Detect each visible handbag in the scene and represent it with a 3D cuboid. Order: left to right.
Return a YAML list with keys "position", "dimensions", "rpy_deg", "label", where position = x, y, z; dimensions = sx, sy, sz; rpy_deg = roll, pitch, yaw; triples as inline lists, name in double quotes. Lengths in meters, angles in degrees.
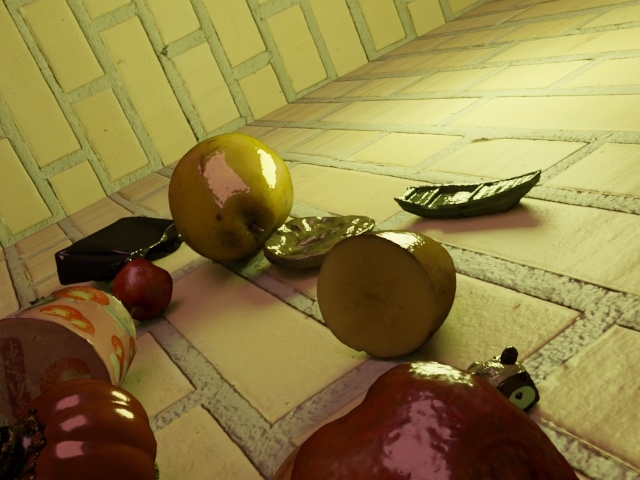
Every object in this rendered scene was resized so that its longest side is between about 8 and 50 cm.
- position: [-0.497, 0.024, 1.886]
  dimensions: [0.257, 0.114, 0.285]
  rpy_deg: [-5, 19, 30]
  label: "handbag"

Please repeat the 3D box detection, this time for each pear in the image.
- position: [-0.189, -0.077, 1.604]
  dimensions: [0.284, 0.285, 0.336]
  rpy_deg: [-21, 50, 9]
  label: "pear"

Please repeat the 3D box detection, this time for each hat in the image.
- position: [0.194, 0.158, 0.826]
  dimensions: [0.077, 0.059, 0.076]
  rpy_deg: [-27, 14, 6]
  label: "hat"

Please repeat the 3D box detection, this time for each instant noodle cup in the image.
- position: [-0.416, 0.199, 1.189]
  dimensions: [0.243, 0.243, 0.231]
  rpy_deg: [-21, 12, 7]
  label: "instant noodle cup"

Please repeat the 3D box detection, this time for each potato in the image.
- position: [0.117, 0.058, 1.045]
  dimensions: [0.158, 0.178, 0.203]
  rpy_deg: [-21, -12, -42]
  label: "potato"

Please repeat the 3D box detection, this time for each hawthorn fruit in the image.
- position: [-0.371, 0.106, 1.511]
  dimensions: [0.125, 0.125, 0.140]
  rpy_deg: [-2, 38, 46]
  label: "hawthorn fruit"
- position: [0.102, 0.219, 0.555]
  dimensions: [0.224, 0.224, 0.261]
  rpy_deg: [-31, 33, -19]
  label: "hawthorn fruit"

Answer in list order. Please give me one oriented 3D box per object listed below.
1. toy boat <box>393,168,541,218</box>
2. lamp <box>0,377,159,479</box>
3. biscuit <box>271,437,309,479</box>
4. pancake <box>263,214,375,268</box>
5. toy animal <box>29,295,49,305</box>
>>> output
- position: [0.269, -0.080, 1.356]
  dimensions: [0.293, 0.055, 0.093]
  rpy_deg: [-5, 26, 44]
  label: "toy boat"
- position: [-0.291, 0.274, 0.875]
  dimensions: [0.223, 0.196, 0.223]
  rpy_deg: [-28, 49, 38]
  label: "lamp"
- position: [0.013, 0.258, 0.818]
  dimensions: [0.142, 0.029, 0.220]
  rpy_deg: [-6, 27, 42]
  label: "biscuit"
- position: [0.000, 0.000, 1.476]
  dimensions: [0.241, 0.050, 0.242]
  rpy_deg: [-13, 21, 5]
  label: "pancake"
- position: [-0.549, 0.196, 1.558]
  dimensions: [0.239, 0.176, 0.255]
  rpy_deg: [-26, -15, -15]
  label: "toy animal"
